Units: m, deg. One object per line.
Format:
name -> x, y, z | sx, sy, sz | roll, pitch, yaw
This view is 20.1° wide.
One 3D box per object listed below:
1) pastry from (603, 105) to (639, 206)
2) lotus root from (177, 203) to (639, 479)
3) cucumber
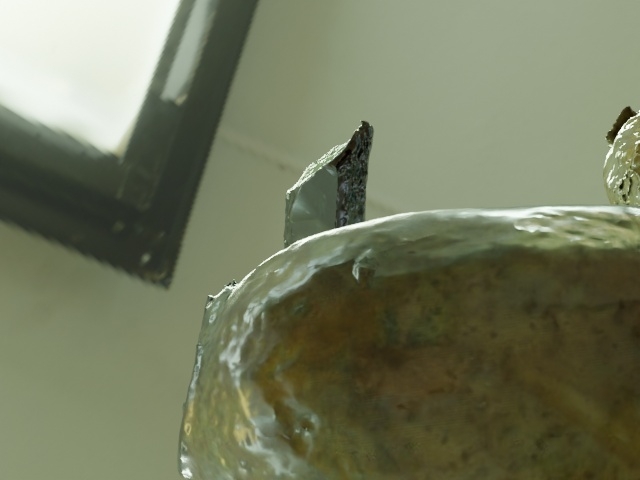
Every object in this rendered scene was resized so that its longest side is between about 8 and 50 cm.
pastry -> 0.372, -0.026, 1.636 | 0.257, 0.120, 0.235 | 7, -139, -25
lotus root -> 0.093, 0.093, 1.017 | 0.346, 0.250, 0.250 | 2, -109, 2
cucumber -> 0.000, 0.000, 1.457 | 0.070, 0.220, 0.046 | 15, -147, 19
